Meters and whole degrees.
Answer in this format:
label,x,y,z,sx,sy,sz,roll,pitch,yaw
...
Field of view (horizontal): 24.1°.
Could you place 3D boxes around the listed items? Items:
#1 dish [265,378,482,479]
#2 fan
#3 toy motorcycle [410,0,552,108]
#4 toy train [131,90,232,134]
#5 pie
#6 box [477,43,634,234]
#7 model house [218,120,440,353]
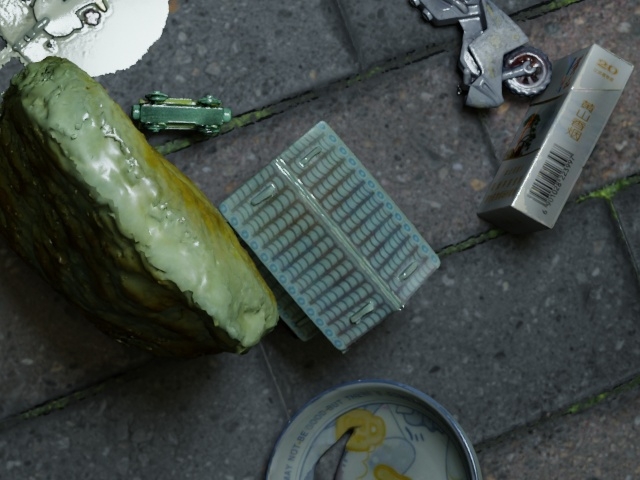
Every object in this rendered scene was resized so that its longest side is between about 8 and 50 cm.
label,x,y,z,sx,sy,sz,roll,pitch,yaw
dish,0.080,0.311,1.827,0.273,0.134,0.273,-5,78,21
fan,-0.355,-0.252,1.828,0.233,0.012,0.414,43,80,-5
toy motorcycle,0.192,-0.253,1.906,0.122,0.080,0.215,-39,84,-9
toy train,-0.170,-0.155,1.824,0.122,0.081,0.050,2,95,-10
pie,-0.215,-0.012,1.638,0.395,0.418,0.180,46,74,-7
box,0.293,-0.124,1.877,0.067,0.149,0.233,29,82,-11
model house,0.000,0.000,1.781,0.198,0.215,0.224,-40,95,-9
